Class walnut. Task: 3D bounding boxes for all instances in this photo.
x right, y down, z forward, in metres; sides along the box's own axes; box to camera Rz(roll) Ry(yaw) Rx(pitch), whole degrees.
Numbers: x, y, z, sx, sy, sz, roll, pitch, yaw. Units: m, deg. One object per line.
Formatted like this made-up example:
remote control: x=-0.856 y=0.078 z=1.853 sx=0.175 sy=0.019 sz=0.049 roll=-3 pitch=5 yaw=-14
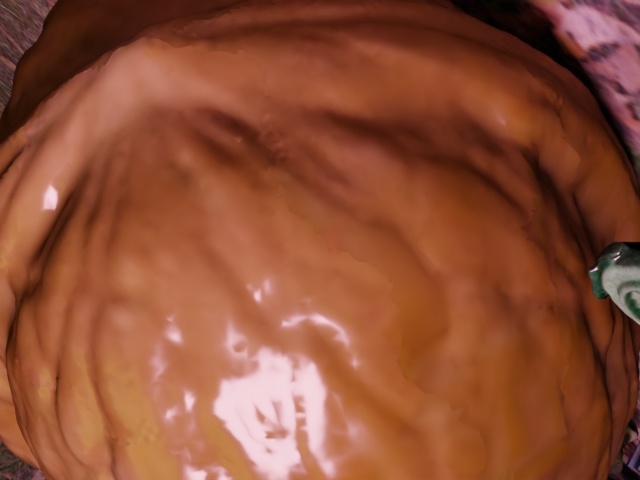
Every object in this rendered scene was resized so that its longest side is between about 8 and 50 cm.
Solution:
walnut: x=-0.009 y=0.020 z=0.756 sx=0.333 sy=0.333 sz=0.333 roll=41 pitch=167 yaw=11

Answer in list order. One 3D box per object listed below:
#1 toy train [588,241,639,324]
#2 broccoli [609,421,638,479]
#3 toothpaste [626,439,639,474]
toy train: x=0.193 y=0.038 z=0.621 sx=0.159 sy=0.101 sz=0.248 roll=21 pitch=159 yaw=29
broccoli: x=0.153 y=0.231 z=1.130 sx=0.249 sy=0.302 sz=0.375 roll=-117 pitch=18 yaw=-58
toothpaste: x=0.204 y=0.100 z=0.882 sx=0.070 sy=0.044 sz=0.193 roll=41 pitch=168 yaw=15
